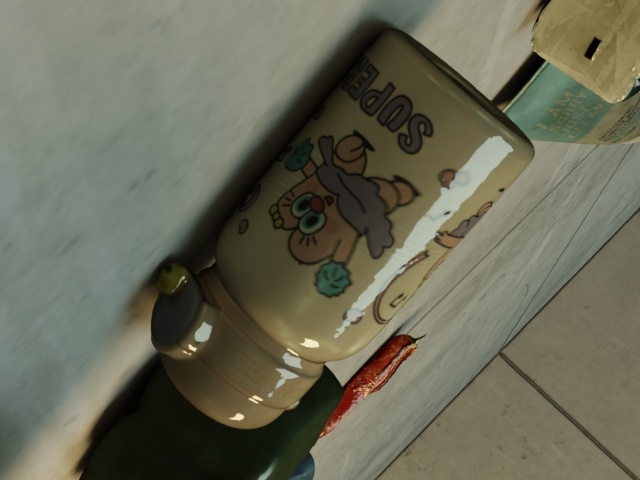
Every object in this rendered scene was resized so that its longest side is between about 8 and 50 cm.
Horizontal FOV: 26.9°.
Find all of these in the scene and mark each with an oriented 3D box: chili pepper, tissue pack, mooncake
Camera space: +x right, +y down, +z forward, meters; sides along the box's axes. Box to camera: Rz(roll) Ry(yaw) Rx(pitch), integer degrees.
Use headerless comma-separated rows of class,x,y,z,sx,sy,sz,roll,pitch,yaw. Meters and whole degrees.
chili pepper,0.047,0.158,1.460,0.178,0.027,0.045,-47,163,-2
tissue pack,0.226,-0.170,0.892,0.170,0.090,0.103,-37,165,-45
mooncake,-0.067,0.131,0.824,0.175,0.104,0.168,-47,165,-11

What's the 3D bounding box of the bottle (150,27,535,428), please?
bottle,0.000,0.000,0.666,0.110,0.097,0.209,31,105,-39

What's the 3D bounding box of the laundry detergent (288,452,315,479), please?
laundry detergent,-0.062,0.246,1.297,0.096,0.061,0.206,-61,164,21

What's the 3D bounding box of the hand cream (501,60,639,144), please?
hand cream,0.220,-0.118,1.094,0.111,0.070,0.312,-49,164,20
